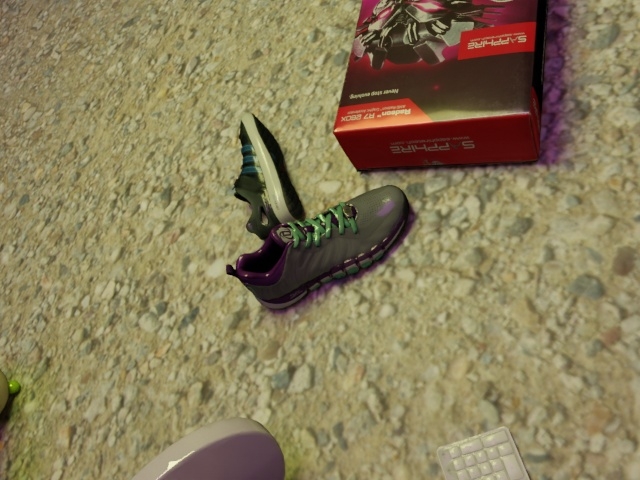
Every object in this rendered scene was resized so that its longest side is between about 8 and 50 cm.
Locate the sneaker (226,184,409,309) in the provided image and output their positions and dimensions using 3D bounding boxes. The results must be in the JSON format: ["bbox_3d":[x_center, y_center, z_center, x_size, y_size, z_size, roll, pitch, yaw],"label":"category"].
[{"bbox_3d":[0.000,0.000,0.655,0.223,0.098,0.083,-36,54,7],"label":"sneaker"}]

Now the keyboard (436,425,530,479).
[{"bbox_3d":[0.174,0.292,0.467,0.072,0.014,0.256,-25,56,14],"label":"keyboard"}]

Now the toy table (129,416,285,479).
[{"bbox_3d":[-0.100,0.312,0.481,0.161,0.252,0.274,25,87,52],"label":"toy table"}]

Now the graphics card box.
[{"bbox_3d":[0.165,-0.273,0.713,0.232,0.094,0.371,1,65,28],"label":"graphics card box"}]

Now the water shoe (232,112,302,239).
[{"bbox_3d":[-0.092,-0.093,0.768,0.080,0.073,0.203,-31,54,13],"label":"water shoe"}]

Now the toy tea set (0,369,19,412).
[{"bbox_3d":[-0.453,0.293,0.741,0.200,0.124,0.336,-31,68,52],"label":"toy tea set"}]
